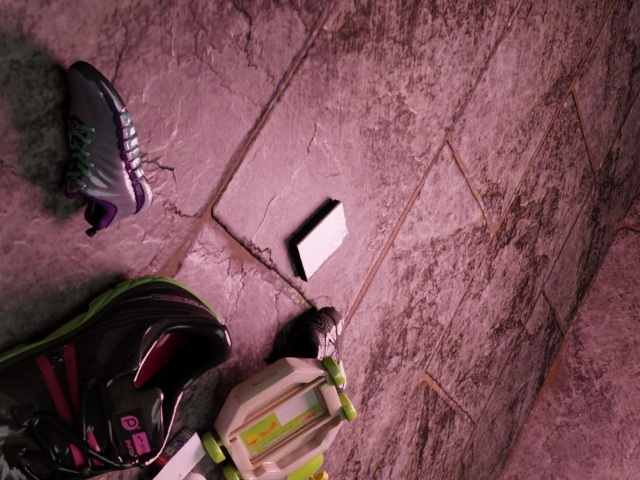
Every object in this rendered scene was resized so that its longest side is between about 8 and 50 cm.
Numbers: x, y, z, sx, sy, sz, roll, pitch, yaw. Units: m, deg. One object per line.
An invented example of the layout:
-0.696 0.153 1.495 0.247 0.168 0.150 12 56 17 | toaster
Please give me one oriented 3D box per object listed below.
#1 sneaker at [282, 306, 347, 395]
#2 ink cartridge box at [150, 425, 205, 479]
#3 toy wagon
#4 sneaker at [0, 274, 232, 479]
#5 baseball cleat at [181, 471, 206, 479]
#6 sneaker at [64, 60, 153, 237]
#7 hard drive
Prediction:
-0.014 0.251 1.524 0.130 0.087 0.227 -26 124 -44 | sneaker
-0.245 0.371 1.312 0.115 0.029 0.063 -44 139 -30 | ink cartridge box
-0.063 0.357 1.456 0.267 0.068 0.344 -30 137 -13 | toy wagon
-0.303 0.217 0.993 0.483 0.202 0.185 -44 138 -33 | sneaker
-0.197 0.492 1.374 0.072 0.109 0.206 -23 129 2 | baseball cleat
-0.278 -0.104 0.971 0.098 0.083 0.224 -40 137 -29 | sneaker
0.000 0.000 1.462 0.135 0.022 0.094 -45 140 -31 | hard drive
